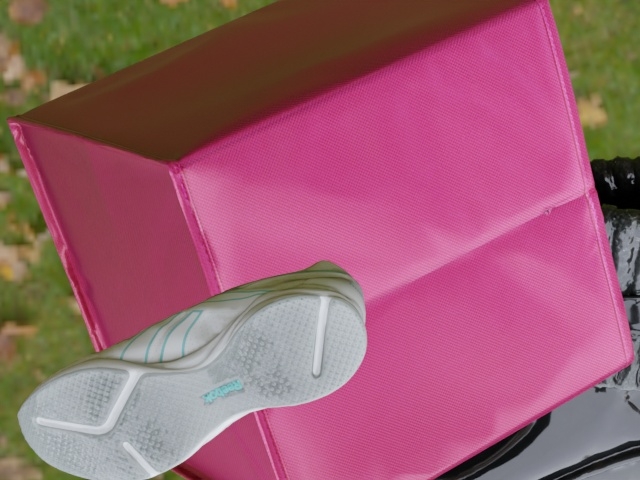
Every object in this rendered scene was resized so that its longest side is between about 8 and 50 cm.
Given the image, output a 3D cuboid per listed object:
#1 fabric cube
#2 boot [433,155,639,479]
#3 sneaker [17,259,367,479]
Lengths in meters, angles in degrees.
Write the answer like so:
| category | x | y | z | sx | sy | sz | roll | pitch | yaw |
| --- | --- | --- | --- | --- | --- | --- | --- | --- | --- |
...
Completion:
| category | x | y | z | sx | sy | sz | roll | pitch | yaw |
| --- | --- | --- | --- | --- | --- | --- | --- | --- | --- |
| fabric cube | 0.000 | 0.000 | 1.091 | 0.258 | 0.254 | 0.259 | -27 | 113 | -24 |
| boot | 0.171 | 0.080 | 1.385 | 0.348 | 0.131 | 0.260 | -17 | 124 | -2 |
| sneaker | -0.048 | 0.052 | 0.698 | 0.152 | 0.061 | 0.054 | -20 | 108 | 13 |
